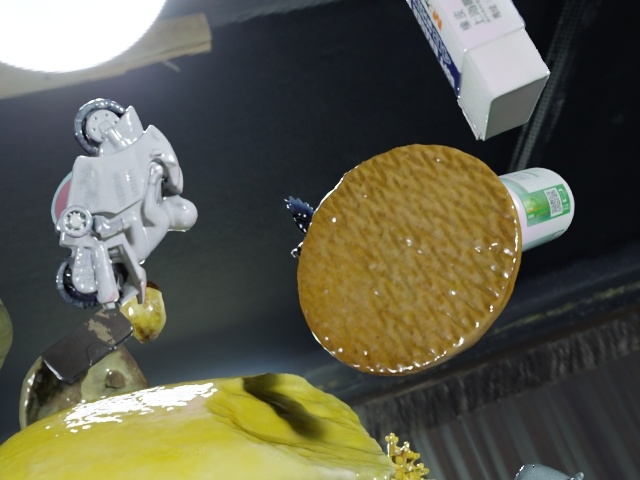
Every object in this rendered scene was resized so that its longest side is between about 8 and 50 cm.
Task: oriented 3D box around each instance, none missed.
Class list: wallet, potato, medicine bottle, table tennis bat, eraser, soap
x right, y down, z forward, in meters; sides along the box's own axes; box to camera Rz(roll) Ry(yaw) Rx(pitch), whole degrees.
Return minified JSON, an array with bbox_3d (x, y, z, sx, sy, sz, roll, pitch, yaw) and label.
[{"bbox_3d":[-0.407,0.181,1.587,0.156,0.082,0.018,-38,-25,-24],"label":"wallet"},{"bbox_3d":[-0.355,0.145,1.787,0.096,0.103,0.066,-36,-33,9],"label":"potato"},{"bbox_3d":[0.300,-0.039,1.468,0.274,0.133,0.133,-17,-23,-51],"label":"medicine bottle"},{"bbox_3d":[-0.460,-0.119,1.826,0.153,0.244,0.040,11,-16,23],"label":"table tennis bat"},{"bbox_3d":[0.177,-0.277,1.116,0.086,0.287,0.130,-22,-19,-5],"label":"eraser"},{"bbox_3d":[-0.148,0.219,0.966,0.427,0.115,0.306,-7,11,-10],"label":"soap"}]

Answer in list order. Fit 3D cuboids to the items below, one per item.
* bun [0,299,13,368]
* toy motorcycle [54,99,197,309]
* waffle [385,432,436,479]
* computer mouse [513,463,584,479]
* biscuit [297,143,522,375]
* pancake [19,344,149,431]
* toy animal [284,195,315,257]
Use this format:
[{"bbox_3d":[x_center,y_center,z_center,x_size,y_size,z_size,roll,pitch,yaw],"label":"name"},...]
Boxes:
[{"bbox_3d":[-0.520,0.115,1.143,0.259,0.160,0.259,-12,-58,-20],"label":"bun"},{"bbox_3d":[-0.236,-0.041,1.117,0.171,0.260,0.110,7,-7,-17],"label":"toy motorcycle"},{"bbox_3d":[0.121,0.533,1.968,0.231,0.228,0.051,-44,7,8],"label":"waffle"},{"bbox_3d":[0.334,0.540,1.499,0.371,0.188,0.122,-54,-35,-1],"label":"computer mouse"},{"bbox_3d":[0.089,0.018,0.950,0.262,0.262,0.037,-32,-36,18],"label":"biscuit"},{"bbox_3d":[-0.438,0.314,1.679,0.049,0.294,0.294,3,-8,45],"label":"pancake"},{"bbox_3d":[0.000,0.000,1.567,0.108,0.220,0.062,-40,-32,24],"label":"toy animal"}]
